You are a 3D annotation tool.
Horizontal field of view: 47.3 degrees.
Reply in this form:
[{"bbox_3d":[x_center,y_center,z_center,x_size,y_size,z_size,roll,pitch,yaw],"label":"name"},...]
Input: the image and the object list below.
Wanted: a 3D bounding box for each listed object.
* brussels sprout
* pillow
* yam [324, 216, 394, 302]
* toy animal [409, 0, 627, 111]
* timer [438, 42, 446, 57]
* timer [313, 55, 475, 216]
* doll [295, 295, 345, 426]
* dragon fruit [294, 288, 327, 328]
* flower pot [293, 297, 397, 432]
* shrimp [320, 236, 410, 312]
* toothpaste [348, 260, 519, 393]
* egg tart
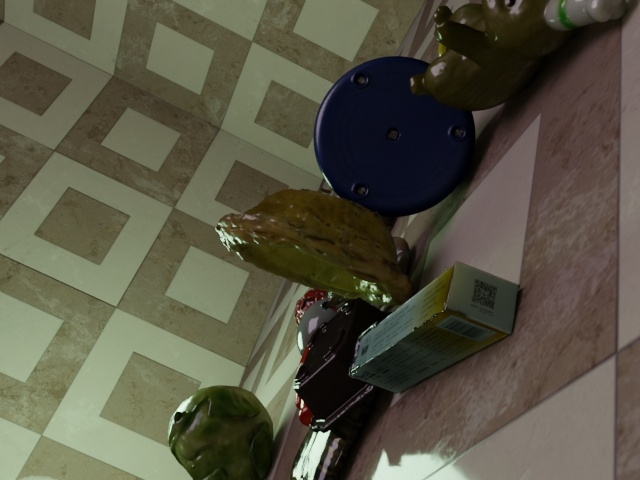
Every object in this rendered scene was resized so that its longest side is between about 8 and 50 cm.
[{"bbox_3d":[-0.238,0.481,1.759,0.227,0.259,0.294,-39,-2,42],"label":"brussels sprout"},{"bbox_3d":[0.016,0.319,1.194,0.212,0.052,0.208,-61,5,-9],"label":"pillow"},{"bbox_3d":[0.096,0.022,1.678,0.067,0.071,0.318,38,105,46],"label":"yam"},{"bbox_3d":[0.272,-0.317,1.036,0.181,0.180,0.363,-61,6,-24],"label":"toy animal"},{"bbox_3d":[0.294,-0.388,1.495,0.107,0.107,0.109,-59,5,43],"label":"timer"},{"bbox_3d":[0.144,-0.165,1.384,0.271,0.270,0.383,-64,-8,1],"label":"timer"},{"bbox_3d":[0.004,0.226,1.512,0.336,0.105,0.200,-89,24,-58],"label":"doll"},{"bbox_3d":[-0.021,0.183,1.978,0.162,0.083,0.106,-64,8,-15],"label":"dragon fruit"},{"bbox_3d":[0.034,0.183,1.180,0.179,0.084,0.251,-45,8,22],"label":"flower pot"},{"bbox_3d":[0.091,0.097,1.395,0.254,0.059,0.145,-46,32,29],"label":"shrimp"},{"bbox_3d":[0.127,0.121,0.909,0.313,0.089,0.071,127,160,-60],"label":"toothpaste"},{"bbox_3d":[0.000,0.000,1.217,0.345,0.345,0.133,144,145,-78],"label":"egg tart"}]
